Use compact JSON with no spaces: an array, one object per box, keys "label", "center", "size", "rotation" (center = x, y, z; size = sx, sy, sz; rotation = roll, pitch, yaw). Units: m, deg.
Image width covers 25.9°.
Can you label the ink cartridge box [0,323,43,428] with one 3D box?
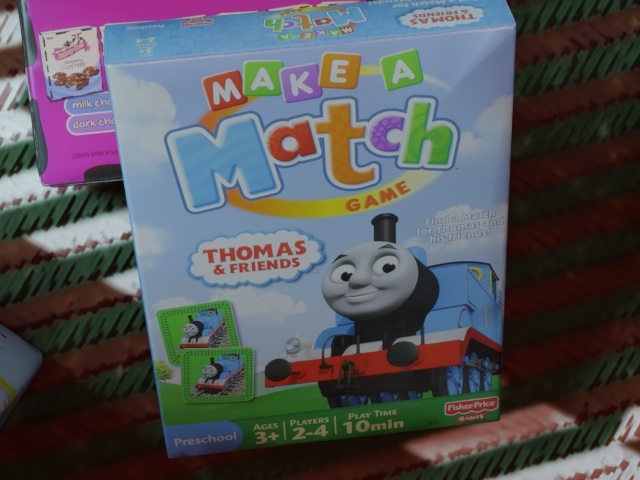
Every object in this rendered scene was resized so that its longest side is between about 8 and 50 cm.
[{"label":"ink cartridge box","center":[-0.253,0.087,0.525],"size":[0.198,0.270,0.197],"rotation":[34,90,-6]}]

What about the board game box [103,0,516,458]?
[{"label":"board game box","center":[0.000,0.000,0.602],"size":[0.160,0.039,0.211],"rotation":[-6,126,-3]}]

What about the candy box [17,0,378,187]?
[{"label":"candy box","center":[-0.057,-0.148,0.620],"size":[0.159,0.071,0.233],"rotation":[-6,96,-4]}]
